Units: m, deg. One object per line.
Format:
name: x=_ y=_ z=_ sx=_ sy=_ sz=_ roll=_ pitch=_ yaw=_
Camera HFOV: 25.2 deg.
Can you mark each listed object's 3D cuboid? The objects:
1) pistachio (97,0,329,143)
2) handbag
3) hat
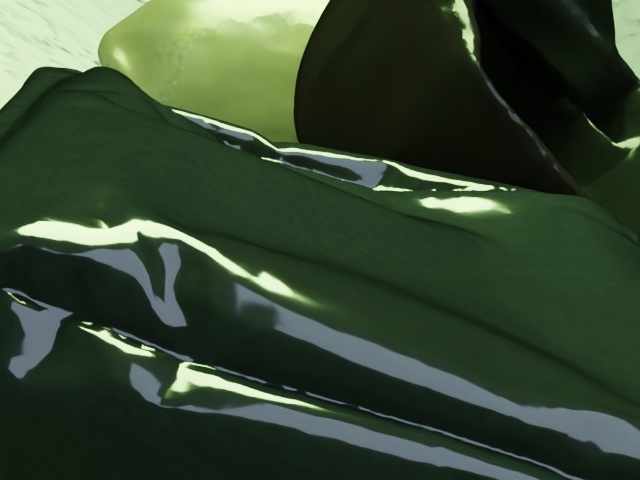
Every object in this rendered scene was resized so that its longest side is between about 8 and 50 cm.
pistachio: x=0.006 y=-0.065 z=0.884 sx=0.332 sy=0.208 sz=0.226 roll=17 pitch=45 yaw=-31
handbag: x=-0.009 y=0.066 z=0.466 sx=0.275 sy=0.178 sz=0.302 roll=19 pitch=15 yaw=-6
hat: x=0.051 y=-0.084 z=0.729 sx=0.238 sy=0.209 sz=0.336 roll=7 pitch=62 yaw=-56
